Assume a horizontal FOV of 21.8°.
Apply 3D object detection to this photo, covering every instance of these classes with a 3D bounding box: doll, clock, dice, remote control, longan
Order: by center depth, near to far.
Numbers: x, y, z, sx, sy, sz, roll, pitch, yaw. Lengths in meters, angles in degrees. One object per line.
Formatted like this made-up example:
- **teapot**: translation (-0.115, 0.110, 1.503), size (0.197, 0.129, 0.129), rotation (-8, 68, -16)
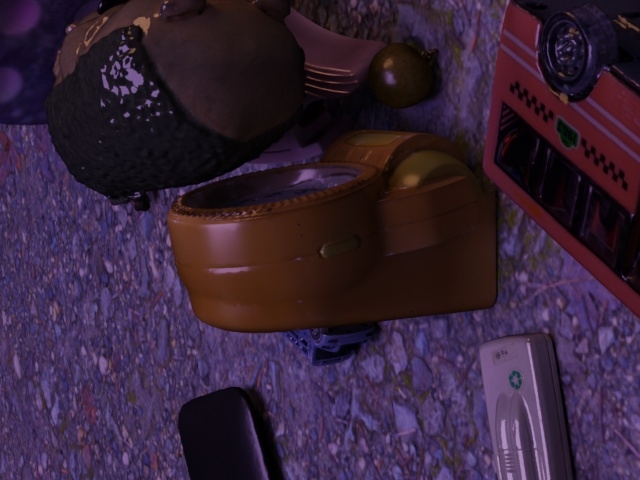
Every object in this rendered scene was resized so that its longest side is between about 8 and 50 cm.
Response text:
- **remote control**: translation (0.207, 0.210, 1.681), size (0.090, 0.049, 0.230), rotation (-15, 81, 55)
- **clock**: translation (0.000, 0.000, 1.732), size (0.244, 0.317, 0.200), rotation (4, 105, 57)
- **longan**: translation (0.091, -0.182, 1.792), size (0.083, 0.075, 0.075), rotation (-38, 53, 6)
- **doll**: translation (-0.175, -0.167, 1.813), size (0.349, 0.247, 0.247), rotation (-28, 71, 53)
- **clock**: translation (-0.064, -0.220, 1.896), size (0.290, 0.080, 0.275), rotation (8, 124, 31)
- **dice**: translation (-0.433, -0.344, 2.396), size (0.270, 0.271, 0.270), rotation (56, 136, 40)

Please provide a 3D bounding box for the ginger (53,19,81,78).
- **ginger**: translation (-0.226, -0.207, 2.119), size (0.109, 0.263, 0.116), rotation (-36, 64, 36)

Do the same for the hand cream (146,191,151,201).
- **hand cream**: translation (-0.268, -0.158, 2.401), size (0.052, 0.038, 0.216), rotation (-14, 77, 34)

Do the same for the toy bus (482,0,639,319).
- **toy bus**: translation (0.317, -0.040, 1.323), size (0.427, 0.203, 0.233), rotation (48, 138, 44)

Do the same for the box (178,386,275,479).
- **box**: translation (-0.123, 0.300, 2.236), size (0.212, 0.042, 0.201), rotation (-30, 70, 55)

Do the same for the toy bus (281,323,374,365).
- **toy bus**: translation (-0.003, 0.095, 1.980), size (0.167, 0.073, 0.076), rotation (41, 132, 52)
